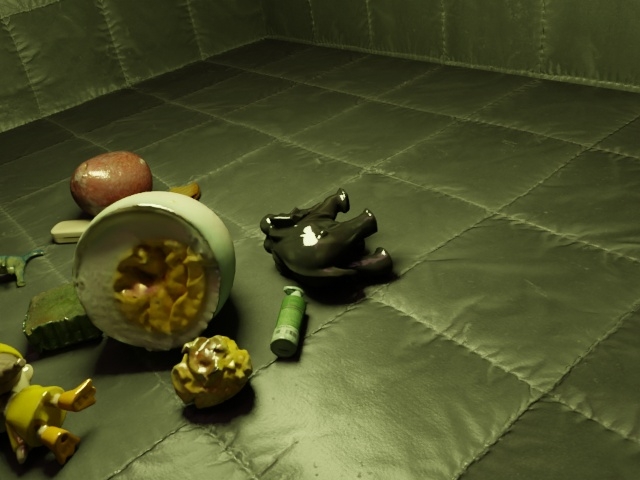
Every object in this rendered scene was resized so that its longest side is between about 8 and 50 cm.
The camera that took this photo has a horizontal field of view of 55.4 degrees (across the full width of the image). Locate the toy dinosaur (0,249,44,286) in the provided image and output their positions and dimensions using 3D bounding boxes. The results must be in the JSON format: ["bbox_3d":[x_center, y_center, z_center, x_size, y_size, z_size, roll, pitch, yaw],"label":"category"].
[{"bbox_3d":[-0.959,0.063,1.821,0.248,0.075,0.188,2,23,-26],"label":"toy dinosaur"}]

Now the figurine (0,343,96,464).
[{"bbox_3d":[-0.641,0.329,1.256,0.344,0.187,0.215,8,48,16],"label":"figurine"}]

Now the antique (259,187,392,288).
[{"bbox_3d":[0.000,0.000,1.568,0.255,0.185,0.322,-20,36,-17],"label":"antique"}]

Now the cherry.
[{"bbox_3d":[-0.689,-0.183,2.003,0.261,0.221,0.307,-25,-2,8],"label":"cherry"}]

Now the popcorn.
[{"bbox_3d":[-0.225,0.267,1.260,0.167,0.152,0.148,-22,51,0],"label":"popcorn"}]

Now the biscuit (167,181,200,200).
[{"bbox_3d":[-0.515,-0.128,2.075,0.229,0.031,0.176,-19,32,-11],"label":"biscuit"}]

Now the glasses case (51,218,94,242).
[{"bbox_3d":[-0.776,-0.032,1.982,0.196,0.050,0.083,-3,35,13],"label":"glasses case"}]

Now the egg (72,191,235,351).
[{"bbox_3d":[-0.372,0.046,1.476,0.355,0.354,0.340,-8,13,4],"label":"egg"}]

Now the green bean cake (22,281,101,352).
[{"bbox_3d":[-0.638,0.191,1.539,0.182,0.094,0.173,-17,31,-8],"label":"green bean cake"}]

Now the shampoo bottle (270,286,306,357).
[{"bbox_3d":[-0.071,0.180,1.414,0.065,0.065,0.204,-4,32,11],"label":"shampoo bottle"}]
